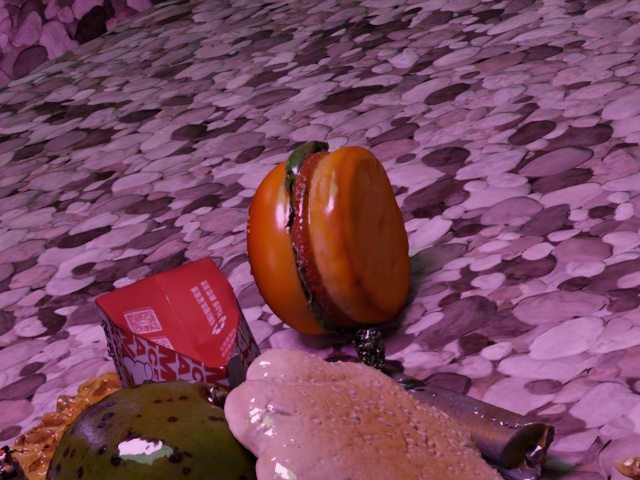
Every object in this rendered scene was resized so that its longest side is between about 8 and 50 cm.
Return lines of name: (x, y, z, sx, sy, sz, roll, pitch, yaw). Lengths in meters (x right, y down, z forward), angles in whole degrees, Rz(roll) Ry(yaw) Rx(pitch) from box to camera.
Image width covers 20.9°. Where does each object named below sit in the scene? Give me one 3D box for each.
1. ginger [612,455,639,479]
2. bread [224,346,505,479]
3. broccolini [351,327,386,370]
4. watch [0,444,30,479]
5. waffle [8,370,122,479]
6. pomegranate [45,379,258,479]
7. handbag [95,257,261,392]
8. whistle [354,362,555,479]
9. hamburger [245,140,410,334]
ginger: (0.357, 0.213, 1.484, 0.216, 0.102, 0.157, 8, 48, 20)
bread: (0.054, 0.199, 1.591, 0.316, 0.054, 0.316, 25, 22, -11)
broccolini: (0.010, 0.178, 1.879, 0.194, 0.054, 0.052, -48, 52, 5)
watch: (-0.302, 0.285, 1.707, 0.102, 0.165, 0.268, -24, -15, -11)
waffle: (-0.236, 0.227, 2.013, 0.312, 0.060, 0.307, -27, 22, -28)
pomegranate: (-0.136, 0.264, 1.612, 0.254, 0.270, 0.254, 15, -1, 0)
handbag: (-0.129, 0.145, 1.835, 0.151, 0.171, 0.298, -20, 20, -12)
whistle: (0.128, 0.187, 1.812, 0.057, 0.068, 0.326, 11, 3, -34)
hamburger: (0.000, 0.002, 2.145, 0.170, 0.246, 0.246, -13, 22, 20)
